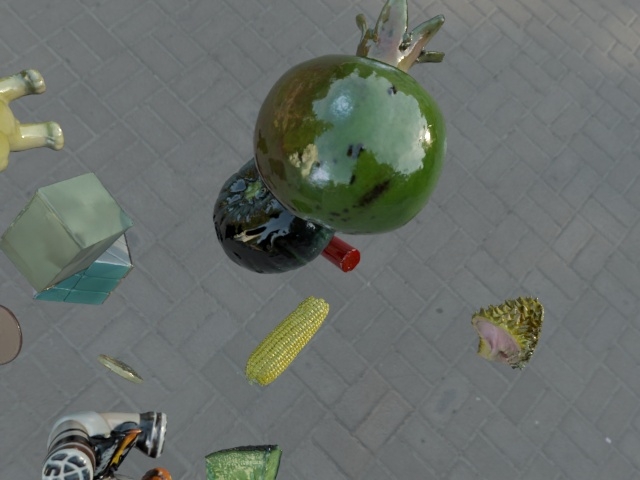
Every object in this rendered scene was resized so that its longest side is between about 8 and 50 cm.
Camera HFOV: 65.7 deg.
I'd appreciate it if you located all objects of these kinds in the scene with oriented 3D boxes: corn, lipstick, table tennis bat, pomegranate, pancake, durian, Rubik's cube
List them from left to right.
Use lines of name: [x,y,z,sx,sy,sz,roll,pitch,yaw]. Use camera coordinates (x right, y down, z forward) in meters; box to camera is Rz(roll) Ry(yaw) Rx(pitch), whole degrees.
table tennis bat: [-0.812,0.215,1.143,0.274,0.021,0.154,-1,99,9]
Rubik's cube: [-0.768,0.050,1.579,0.231,0.224,0.221,15,40,-48]
pancake: [-0.558,0.363,1.395,0.151,0.151,0.025,30,73,-1]
corn: [-0.064,0.188,0.931,0.067,0.067,0.206,42,74,3]
lipstick: [0.001,0.001,1.405,0.073,0.073,0.279,-38,41,-17]
pomegranate: [0.039,-0.115,0.464,0.181,0.181,0.224,20,83,-4]
durian: [0.534,0.231,1.387,0.195,0.305,0.185,-41,75,-9]

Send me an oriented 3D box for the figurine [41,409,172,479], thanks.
figurine: [-0.370,0.446,0.786,0.196,0.320,0.323,7,83,19]

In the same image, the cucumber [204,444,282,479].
cucumber: [-0.157,0.487,1.050,0.193,0.086,0.115,-16,84,25]

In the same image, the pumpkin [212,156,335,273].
pumpkin: [-0.098,-0.059,1.168,0.315,0.238,0.315,-14,62,28]

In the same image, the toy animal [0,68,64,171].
toy animal: [-0.432,-0.159,0.617,0.168,0.121,0.233,-26,37,-35]

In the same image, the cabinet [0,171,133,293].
cabinet: [-0.547,-0.018,1.061,0.150,0.206,0.145,52,30,-4]
